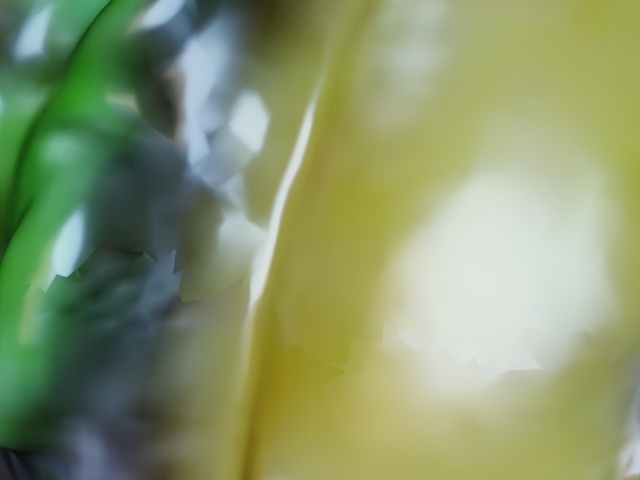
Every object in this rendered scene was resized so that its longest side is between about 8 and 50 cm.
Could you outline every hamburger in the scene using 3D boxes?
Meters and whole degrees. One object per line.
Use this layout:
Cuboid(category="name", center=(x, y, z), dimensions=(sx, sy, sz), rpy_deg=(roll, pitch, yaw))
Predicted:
Cuboid(category="hamburger", center=(0.000, 0.000, 0.609), dimensions=(0.277, 0.396, 0.396), rpy_deg=(15, 104, 17))
